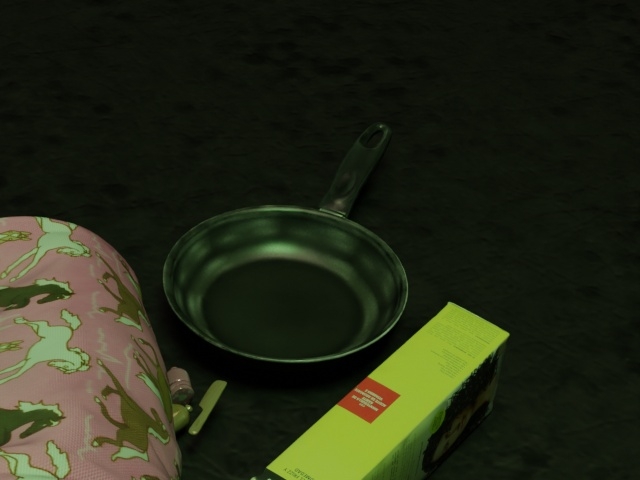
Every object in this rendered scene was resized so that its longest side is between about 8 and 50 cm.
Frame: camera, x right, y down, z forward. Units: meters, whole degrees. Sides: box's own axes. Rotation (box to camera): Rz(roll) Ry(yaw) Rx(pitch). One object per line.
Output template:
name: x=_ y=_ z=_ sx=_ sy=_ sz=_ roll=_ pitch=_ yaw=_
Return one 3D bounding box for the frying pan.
frying pan: x=-0.030 y=0.000 z=1.085 sx=0.197 sy=0.053 sz=0.326 roll=3 pitch=37 yaw=-3

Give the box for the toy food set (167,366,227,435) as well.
toy food set: x=-0.134 y=0.119 z=0.951 sx=0.122 sy=0.019 sz=0.078 roll=10 pitch=40 yaw=19

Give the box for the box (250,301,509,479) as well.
box: x=0.044 y=0.140 z=0.893 sx=0.058 sy=0.087 sz=0.232 roll=29 pitch=45 yaw=27

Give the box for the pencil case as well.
pencil case: x=-0.175 y=0.117 z=0.747 sx=0.160 sy=0.167 sz=0.386 roll=38 pitch=9 yaw=-24
